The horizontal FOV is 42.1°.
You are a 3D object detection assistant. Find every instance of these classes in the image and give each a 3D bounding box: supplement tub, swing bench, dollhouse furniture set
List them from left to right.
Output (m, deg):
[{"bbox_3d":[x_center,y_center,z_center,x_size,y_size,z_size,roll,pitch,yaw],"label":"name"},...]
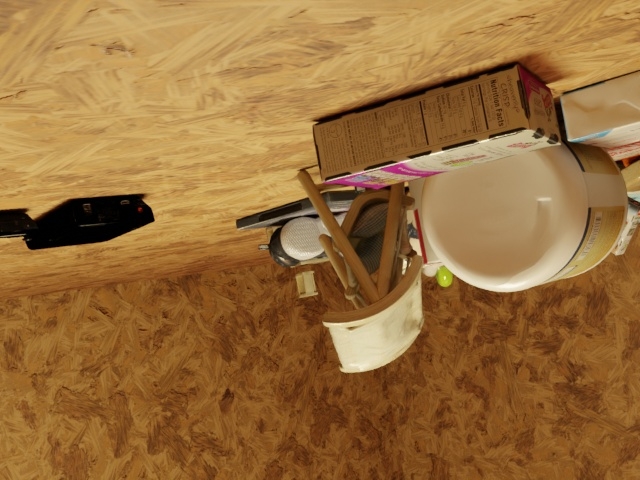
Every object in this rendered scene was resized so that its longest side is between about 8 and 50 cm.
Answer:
[{"bbox_3d":[-0.038,0.040,1.941,0.101,0.182,0.161,-9,175,-28],"label":"dollhouse furniture set"},{"bbox_3d":[0.078,0.044,1.276,0.165,0.255,0.253,-11,156,2],"label":"swing bench"},{"bbox_3d":[0.307,-0.051,1.199,0.228,0.228,0.316,-13,175,33],"label":"supplement tub"}]

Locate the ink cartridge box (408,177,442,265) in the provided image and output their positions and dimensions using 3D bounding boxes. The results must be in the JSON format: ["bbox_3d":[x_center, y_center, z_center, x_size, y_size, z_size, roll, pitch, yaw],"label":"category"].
[{"bbox_3d":[0.217,-0.047,1.432,0.100,0.172,0.237,-11,176,11],"label":"ink cartridge box"}]

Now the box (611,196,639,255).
[{"bbox_3d":[0.558,-0.068,1.732,0.036,0.114,0.207,-6,-147,-44],"label":"box"}]

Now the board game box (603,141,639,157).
[{"bbox_3d":[0.500,-0.166,1.390,0.146,0.045,0.193,-14,174,42],"label":"board game box"}]

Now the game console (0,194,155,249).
[{"bbox_3d":[-0.426,-0.012,1.160,0.361,0.044,0.213,-7,175,-37],"label":"game console"}]

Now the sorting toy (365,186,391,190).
[{"bbox_3d":[0.104,-0.086,1.398,0.042,0.061,0.102,-12,153,27],"label":"sorting toy"}]

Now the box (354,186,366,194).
[{"bbox_3d":[0.106,-0.100,1.494,0.083,0.018,0.067,-11,176,10],"label":"box"}]

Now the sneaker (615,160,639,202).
[{"bbox_3d":[0.767,-0.106,1.971,0.366,0.150,0.135,-7,-156,-42],"label":"sneaker"}]

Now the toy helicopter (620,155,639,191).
[{"bbox_3d":[0.717,-0.178,1.518,0.355,0.140,0.235,-24,162,23],"label":"toy helicopter"}]

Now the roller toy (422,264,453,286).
[{"bbox_3d":[0.291,-0.022,1.904,0.146,0.209,0.191,-10,-149,-1],"label":"roller toy"}]

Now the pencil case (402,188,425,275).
[{"bbox_3d":[0.287,-0.042,1.647,0.410,0.184,0.160,-15,174,41],"label":"pencil case"}]

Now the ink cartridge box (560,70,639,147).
[{"bbox_3d":[0.383,-0.161,1.048,0.104,0.060,0.180,-14,175,34],"label":"ink cartridge box"}]

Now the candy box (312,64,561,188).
[{"bbox_3d":[0.130,-0.117,0.917,0.233,0.071,0.159,-12,176,25],"label":"candy box"}]

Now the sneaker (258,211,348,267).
[{"bbox_3d":[0.000,0.000,1.762,0.268,0.101,0.153,0,171,-37],"label":"sneaker"}]

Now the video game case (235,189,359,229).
[{"bbox_3d":[-0.012,-0.063,1.691,0.196,0.026,0.274,-6,174,-45],"label":"video game case"}]
